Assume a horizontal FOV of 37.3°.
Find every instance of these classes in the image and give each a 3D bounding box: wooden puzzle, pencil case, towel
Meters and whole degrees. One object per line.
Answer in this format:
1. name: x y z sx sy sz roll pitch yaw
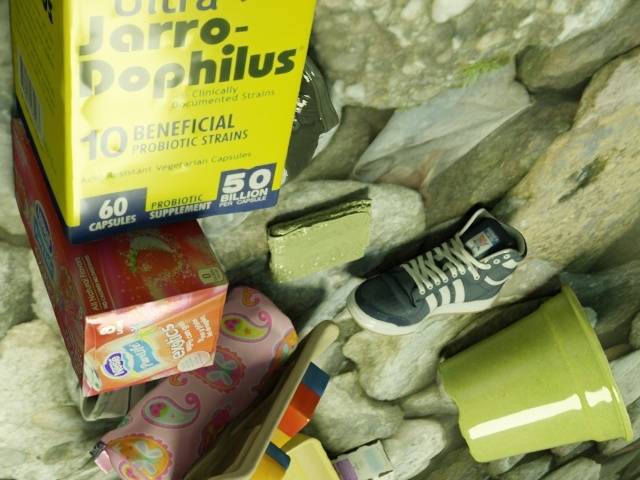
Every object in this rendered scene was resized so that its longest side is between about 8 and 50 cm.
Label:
1. wooden puzzle: -0.111 0.292 1.249 0.322 0.080 0.348 -47 -177 35
2. pencil case: -0.150 0.189 1.172 0.284 0.124 0.124 -49 150 -23
3. towel: 0.000 0.000 1.217 0.148 0.027 0.110 -20 143 -17

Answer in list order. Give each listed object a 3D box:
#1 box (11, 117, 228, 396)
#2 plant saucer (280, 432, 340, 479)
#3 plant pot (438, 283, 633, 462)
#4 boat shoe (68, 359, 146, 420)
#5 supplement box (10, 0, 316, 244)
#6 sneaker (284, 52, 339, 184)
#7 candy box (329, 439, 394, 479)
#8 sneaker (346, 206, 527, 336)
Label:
1. box: -0.194 0.000 0.882 0.128 0.257 0.122 -12 141 -24
2. plant saucer: -0.123 0.447 1.513 0.333 0.081 0.332 -29 138 -6
3. plant pot: 0.346 0.247 1.586 0.254 0.276 0.276 -23 145 7
4. boat shoe: -0.260 0.143 1.142 0.084 0.095 0.258 -19 141 -24
5. supplement box: -0.130 -0.198 0.747 0.194 0.195 0.356 -12 139 -24
6. sneaker: -0.033 -0.136 1.011 0.089 0.051 0.170 -35 147 -3
7. candy box: 0.033 0.470 1.756 0.196 0.070 0.165 -19 142 -15
8. sneaker: 0.171 0.040 1.322 0.282 0.099 0.153 -9 144 -38
